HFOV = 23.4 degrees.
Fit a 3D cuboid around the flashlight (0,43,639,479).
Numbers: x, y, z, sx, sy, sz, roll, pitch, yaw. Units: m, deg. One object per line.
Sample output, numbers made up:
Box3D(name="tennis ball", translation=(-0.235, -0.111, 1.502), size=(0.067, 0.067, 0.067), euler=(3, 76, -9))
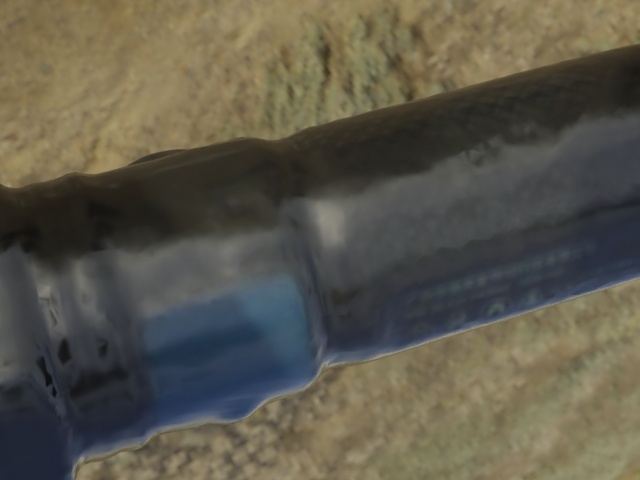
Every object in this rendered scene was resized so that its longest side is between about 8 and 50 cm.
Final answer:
Box3D(name="flashlight", translation=(0.000, 0.000, 0.474), size=(0.424, 0.103, 0.103), euler=(-16, 151, -14))
